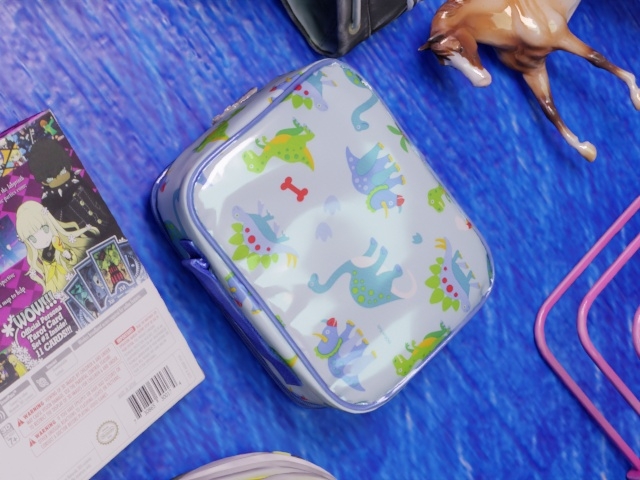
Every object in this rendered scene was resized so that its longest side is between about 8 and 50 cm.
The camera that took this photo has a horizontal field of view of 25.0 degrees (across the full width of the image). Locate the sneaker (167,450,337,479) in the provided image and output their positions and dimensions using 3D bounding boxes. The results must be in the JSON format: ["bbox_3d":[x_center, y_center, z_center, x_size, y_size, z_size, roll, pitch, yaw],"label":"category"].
[{"bbox_3d":[-0.134,0.229,0.888,0.385,0.147,0.145,-21,99,-24],"label":"sneaker"}]

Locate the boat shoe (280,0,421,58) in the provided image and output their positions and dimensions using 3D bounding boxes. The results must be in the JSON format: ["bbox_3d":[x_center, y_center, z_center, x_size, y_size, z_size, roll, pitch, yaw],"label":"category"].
[{"bbox_3d":[-0.014,-0.236,0.913,0.119,0.121,0.335,-51,140,-12],"label":"boat shoe"}]

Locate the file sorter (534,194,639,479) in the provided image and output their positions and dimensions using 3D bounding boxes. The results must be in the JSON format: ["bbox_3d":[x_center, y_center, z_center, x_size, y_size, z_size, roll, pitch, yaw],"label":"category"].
[{"bbox_3d":[0.322,0.060,1.037,0.202,0.291,0.182,-46,104,-20],"label":"file sorter"}]

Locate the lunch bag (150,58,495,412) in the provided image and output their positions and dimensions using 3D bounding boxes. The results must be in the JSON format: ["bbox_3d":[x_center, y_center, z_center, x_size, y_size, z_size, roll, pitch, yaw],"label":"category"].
[{"bbox_3d":[0.000,0.000,0.991,0.176,0.090,0.219,-44,106,-21],"label":"lunch bag"}]

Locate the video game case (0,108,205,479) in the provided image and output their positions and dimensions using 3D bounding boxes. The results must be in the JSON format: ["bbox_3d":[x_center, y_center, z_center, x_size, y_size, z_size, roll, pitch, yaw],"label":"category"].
[{"bbox_3d":[-0.201,0.063,0.879,0.232,0.042,0.210,-41,109,-40],"label":"video game case"}]

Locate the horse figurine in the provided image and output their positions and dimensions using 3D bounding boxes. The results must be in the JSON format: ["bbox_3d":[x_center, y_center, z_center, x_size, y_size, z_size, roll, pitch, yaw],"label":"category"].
[{"bbox_3d":[0.200,-0.191,1.103,0.174,0.066,0.263,38,75,-13],"label":"horse figurine"}]
